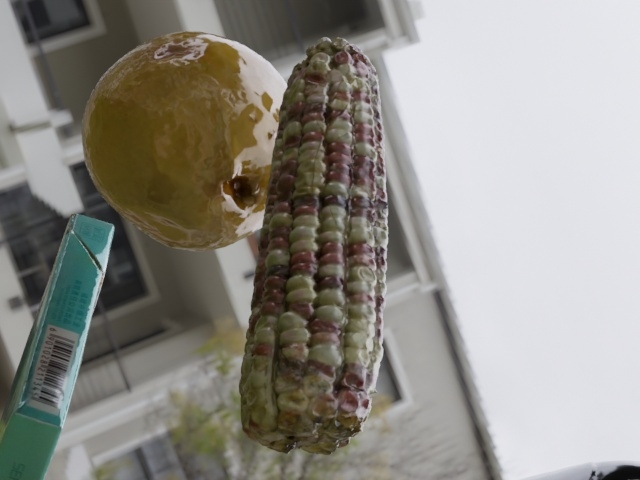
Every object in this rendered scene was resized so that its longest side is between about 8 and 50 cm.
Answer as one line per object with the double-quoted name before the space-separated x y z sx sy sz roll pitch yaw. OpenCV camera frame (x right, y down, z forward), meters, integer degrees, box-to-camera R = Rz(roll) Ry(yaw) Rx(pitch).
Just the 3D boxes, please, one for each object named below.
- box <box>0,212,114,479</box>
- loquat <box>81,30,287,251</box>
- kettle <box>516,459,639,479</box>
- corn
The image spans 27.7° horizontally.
"box" -0.207 0.107 0.964 0.229 0.041 0.162 -88 -159 -55
"loquat" -0.118 -0.093 1.210 0.208 0.208 0.208 53 -24 37
"kettle" 0.135 0.252 0.677 0.165 0.240 0.255 97 -24 -77
"corn" 0.000 0.000 0.710 0.079 0.079 0.237 112 -16 -63
